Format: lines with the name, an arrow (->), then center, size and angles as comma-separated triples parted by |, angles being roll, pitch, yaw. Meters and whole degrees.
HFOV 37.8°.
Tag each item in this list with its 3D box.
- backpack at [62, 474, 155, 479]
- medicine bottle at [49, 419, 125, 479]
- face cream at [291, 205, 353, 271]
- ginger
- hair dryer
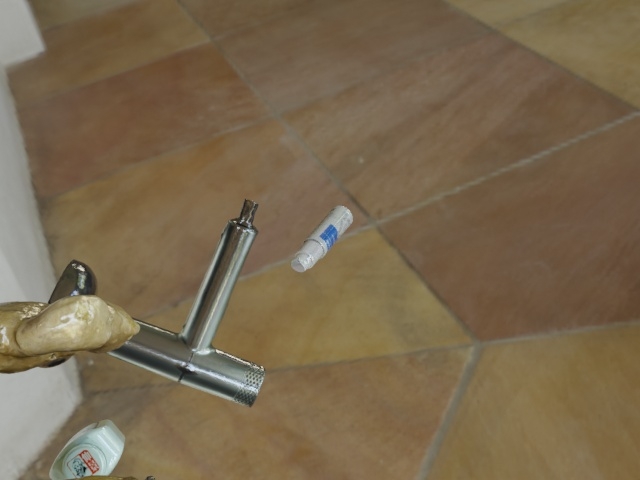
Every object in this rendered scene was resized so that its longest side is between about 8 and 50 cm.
backpack -> -0.372, 0.404, 1.141 | 0.378, 0.353, 0.201 | -9, 67, -35
medicine bottle -> -0.382, 0.358, 1.534 | 0.121, 0.083, 0.229 | -40, 3, -12
face cream -> 0.000, 0.000, 1.228 | 0.034, 0.034, 0.130 | 7, 35, 29
ginger -> -0.232, 0.077, 0.791 | 0.133, 0.058, 0.214 | -13, -4, 1
hair dryer -> -0.216, 0.068, 1.320 | 0.321, 0.283, 0.156 | 13, -5, -9
